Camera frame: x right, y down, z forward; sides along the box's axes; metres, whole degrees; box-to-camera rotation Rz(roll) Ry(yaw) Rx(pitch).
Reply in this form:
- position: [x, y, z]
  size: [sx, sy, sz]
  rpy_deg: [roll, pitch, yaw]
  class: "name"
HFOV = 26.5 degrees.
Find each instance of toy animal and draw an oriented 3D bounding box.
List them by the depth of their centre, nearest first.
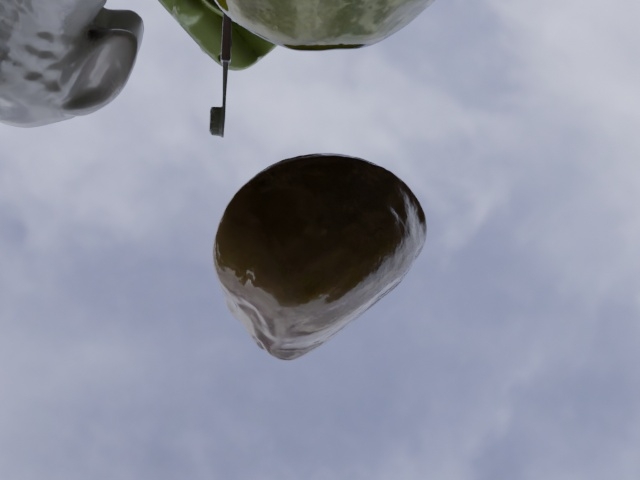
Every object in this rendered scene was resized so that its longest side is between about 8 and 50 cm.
- position: [-0.269, -0.270, 1.422]
  size: [0.258, 0.357, 0.194]
  rpy_deg: [5, -141, -14]
  class: "toy animal"

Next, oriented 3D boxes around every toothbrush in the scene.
- position: [-0.096, -0.199, 1.356]
  size: [0.017, 0.014, 0.194]
  rpy_deg: [5, -95, -5]
  class: "toothbrush"

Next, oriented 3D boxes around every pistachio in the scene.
- position: [0.000, 0.000, 1.493]
  size: [0.260, 0.212, 0.163]
  rpy_deg: [-36, -144, -28]
  class: "pistachio"

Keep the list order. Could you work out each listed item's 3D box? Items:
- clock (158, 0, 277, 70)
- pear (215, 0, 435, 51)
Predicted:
- position: [-0.082, -0.399, 1.819]
  size: [0.235, 0.308, 0.096]
  rpy_deg: [48, -159, -7]
  class: "clock"
- position: [0.014, -0.308, 1.137]
  size: [0.294, 0.294, 0.294]
  rpy_deg: [15, -130, -18]
  class: "pear"
